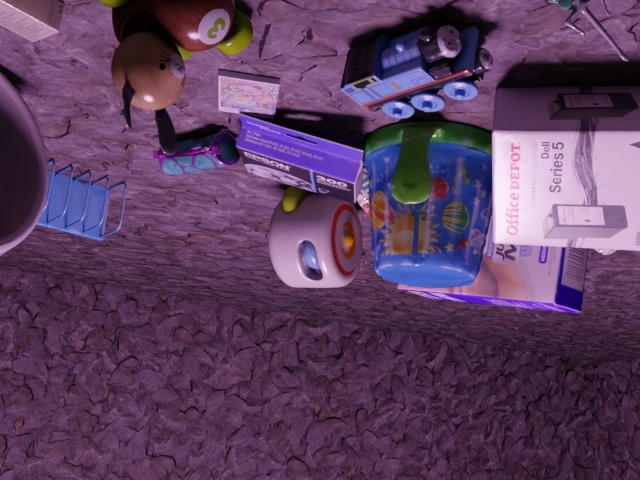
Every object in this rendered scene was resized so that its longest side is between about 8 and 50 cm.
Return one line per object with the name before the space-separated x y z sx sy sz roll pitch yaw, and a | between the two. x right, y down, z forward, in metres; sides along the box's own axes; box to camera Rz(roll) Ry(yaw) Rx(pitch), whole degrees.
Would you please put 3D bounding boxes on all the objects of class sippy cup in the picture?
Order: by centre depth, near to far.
sippy cup | 0.175 -0.045 1.244 0.305 0.224 0.240 17 161 -35

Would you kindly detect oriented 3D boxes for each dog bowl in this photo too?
dog bowl | -0.522 -0.119 1.063 0.102 0.349 0.349 -13 159 24

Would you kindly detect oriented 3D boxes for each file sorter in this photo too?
file sorter | -0.502 -0.084 1.597 0.170 0.118 0.104 17 158 -37

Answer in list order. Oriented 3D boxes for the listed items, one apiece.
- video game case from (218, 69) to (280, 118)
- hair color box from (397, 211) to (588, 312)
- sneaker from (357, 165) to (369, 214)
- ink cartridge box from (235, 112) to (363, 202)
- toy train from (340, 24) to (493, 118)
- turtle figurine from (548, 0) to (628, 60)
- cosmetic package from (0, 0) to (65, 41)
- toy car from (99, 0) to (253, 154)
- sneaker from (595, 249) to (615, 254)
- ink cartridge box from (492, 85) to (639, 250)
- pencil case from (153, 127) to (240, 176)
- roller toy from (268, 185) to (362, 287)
video game case | -0.107 -0.213 1.137 0.087 0.011 0.122 7 166 -6
hair color box | 0.316 0.023 1.436 0.110 0.185 0.338 17 169 -43
sneaker | 0.080 -0.089 1.408 0.161 0.075 0.057 12 165 -21
ink cartridge box | -0.032 -0.129 1.272 0.206 0.045 0.208 17 169 6
toy train | 0.115 -0.207 0.939 0.105 0.080 0.184 26 157 -38
turtle figurine | 0.264 -0.252 0.625 0.175 0.118 0.234 -18 140 27
cosmetic package | -0.370 -0.284 0.914 0.060 0.041 0.115 -4 162 36
toy car | -0.175 -0.199 0.864 0.149 0.188 0.155 0 164 25
sneaker | 0.437 -0.041 1.237 0.236 0.095 0.104 10 161 -33
ink cartridge box | 0.367 -0.095 1.029 0.272 0.115 0.198 2 131 16
pencil case | -0.211 -0.149 1.323 0.151 0.065 0.070 -5 174 38
roller toy | 0.000 0.000 1.553 0.146 0.191 0.209 -2 163 26
